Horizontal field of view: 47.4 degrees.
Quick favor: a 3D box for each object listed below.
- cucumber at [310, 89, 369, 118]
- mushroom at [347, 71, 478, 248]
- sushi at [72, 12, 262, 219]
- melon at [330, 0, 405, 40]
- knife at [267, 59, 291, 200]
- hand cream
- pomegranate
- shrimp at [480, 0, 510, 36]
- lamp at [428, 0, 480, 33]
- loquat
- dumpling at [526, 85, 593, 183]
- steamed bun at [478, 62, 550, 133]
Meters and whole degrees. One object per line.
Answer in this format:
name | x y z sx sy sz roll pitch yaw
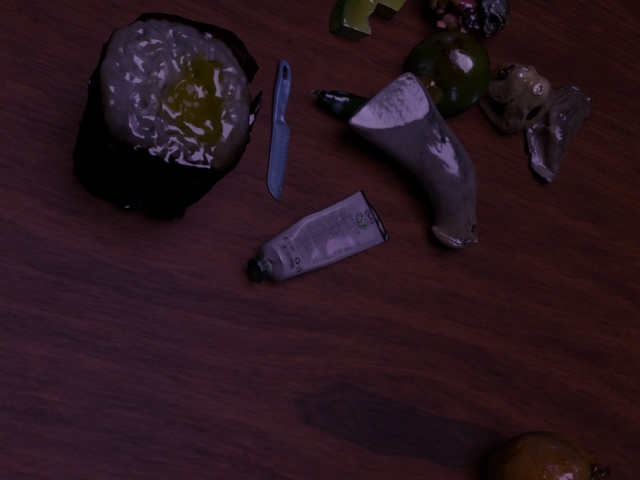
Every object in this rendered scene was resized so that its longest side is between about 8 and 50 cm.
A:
cucumber | 0.086 -0.286 1.587 0.250 0.056 0.056 10 71 -25
mushroom | 0.234 -0.158 1.560 0.177 0.126 0.397 -43 105 -8
sushi | -0.265 -0.211 1.257 0.281 0.294 0.299 30 63 -12
melon | 0.108 -0.530 1.663 0.118 0.064 0.209 46 64 -13
knife | -0.083 -0.232 1.512 0.044 0.019 0.313 13 73 -25
hand cream | 0.000 0.000 1.464 0.336 0.076 0.121 -25 93 -36
pomegranate | 0.278 -0.387 1.648 0.241 0.159 0.190 -6 76 -24
shrimp | 0.417 -0.643 1.801 0.185 0.068 0.287 -19 97 -64
lamp | 0.311 -0.561 1.718 0.118 0.118 0.253 2 60 -25
loquat | 0.449 0.486 1.444 0.238 0.238 0.193 42 55 -10
dumpling | 0.595 -0.305 1.823 0.166 0.086 0.332 41 58 -13
steamed bun | 0.466 -0.347 1.712 0.141 0.155 0.172 -41 90 -10
